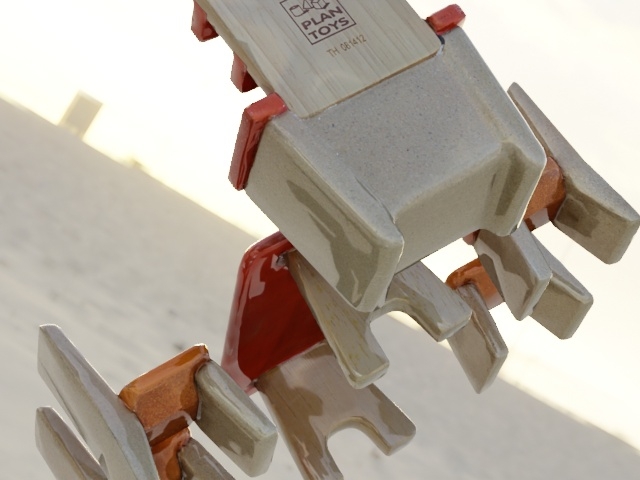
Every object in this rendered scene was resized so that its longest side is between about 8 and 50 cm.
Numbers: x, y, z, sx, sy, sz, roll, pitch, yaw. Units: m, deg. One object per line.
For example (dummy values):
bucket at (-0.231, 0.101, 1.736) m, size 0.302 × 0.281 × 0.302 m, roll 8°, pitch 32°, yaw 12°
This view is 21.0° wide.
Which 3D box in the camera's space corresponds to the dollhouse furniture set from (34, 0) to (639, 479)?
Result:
dollhouse furniture set at (0.000, 0.000, 0.743) m, size 0.135 × 0.262 × 0.259 m, roll 52°, pitch -26°, yaw 20°
